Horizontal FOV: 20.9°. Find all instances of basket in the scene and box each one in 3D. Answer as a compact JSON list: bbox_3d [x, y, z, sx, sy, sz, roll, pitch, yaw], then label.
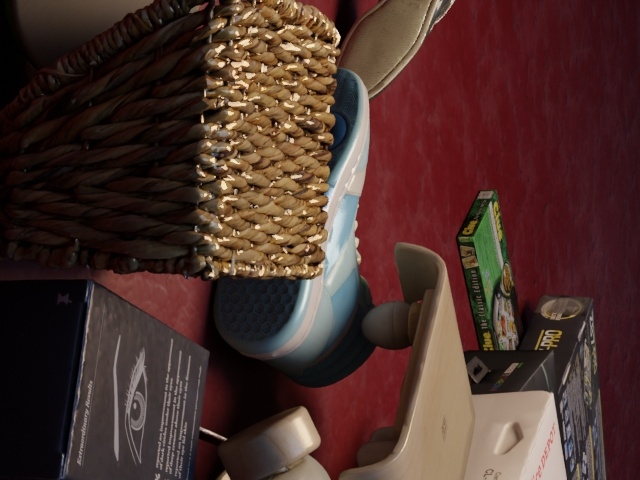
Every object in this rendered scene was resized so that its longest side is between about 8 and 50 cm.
[{"bbox_3d":[-0.124,-0.085,1.338,0.299,0.213,0.223,2,93,-73],"label":"basket"}]

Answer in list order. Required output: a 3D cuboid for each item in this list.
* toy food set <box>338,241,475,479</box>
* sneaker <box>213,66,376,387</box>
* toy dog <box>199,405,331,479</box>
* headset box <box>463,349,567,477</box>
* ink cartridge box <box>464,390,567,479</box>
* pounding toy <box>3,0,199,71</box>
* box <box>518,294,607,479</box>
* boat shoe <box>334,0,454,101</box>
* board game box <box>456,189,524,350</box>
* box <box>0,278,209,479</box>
[{"bbox_3d":[0.077,0.182,1.688,0.306,0.092,0.220,-72,156,-44],"label":"toy food set"},{"bbox_3d":[0.000,0.000,1.766,0.208,0.127,0.319,49,54,-54],"label":"sneaker"},{"bbox_3d":[-0.066,0.242,1.519,0.334,0.161,0.220,86,-18,-70],"label":"toy dog"},{"bbox_3d":[0.228,0.293,2.275,0.246,0.131,0.283,-36,121,-63],"label":"headset box"},{"bbox_3d":[0.202,0.350,1.920,0.226,0.131,0.306,-55,135,-60],"label":"ink cartridge box"},{"bbox_3d":[-0.210,-0.207,1.336,0.237,0.110,0.183,-25,127,-34],"label":"pounding toy"},{"bbox_3d":[0.352,0.326,2.591,0.318,0.097,0.395,-55,142,-53],"label":"box"},{"bbox_3d":[0.098,-0.248,1.981,0.233,0.084,0.079,-57,159,-5],"label":"boat shoe"},{"bbox_3d":[0.245,0.073,2.470,0.136,0.030,0.260,-55,138,-52],"label":"board game box"},{"bbox_3d":[-0.182,0.129,1.330,0.207,0.108,0.153,42,50,-59],"label":"box"}]
